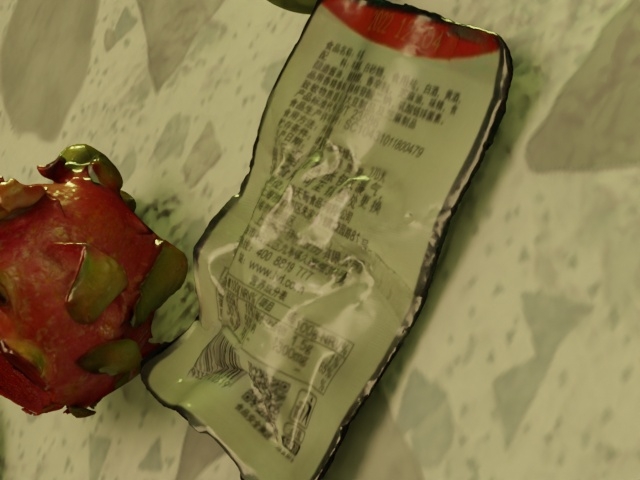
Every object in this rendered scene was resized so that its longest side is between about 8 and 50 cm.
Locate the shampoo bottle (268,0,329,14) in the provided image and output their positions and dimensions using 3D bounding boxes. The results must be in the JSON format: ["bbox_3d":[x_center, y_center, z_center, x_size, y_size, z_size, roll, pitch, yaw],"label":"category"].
[{"bbox_3d":[-0.008,-0.194,0.909,0.079,0.079,0.162,-43,39,34],"label":"shampoo bottle"}]

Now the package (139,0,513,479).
[{"bbox_3d":[0.000,0.000,0.816,0.166,0.040,0.232,28,92,53],"label":"package"}]

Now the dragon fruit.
[{"bbox_3d":[-0.142,0.018,0.938,0.150,0.133,0.207,-24,17,21],"label":"dragon fruit"}]
